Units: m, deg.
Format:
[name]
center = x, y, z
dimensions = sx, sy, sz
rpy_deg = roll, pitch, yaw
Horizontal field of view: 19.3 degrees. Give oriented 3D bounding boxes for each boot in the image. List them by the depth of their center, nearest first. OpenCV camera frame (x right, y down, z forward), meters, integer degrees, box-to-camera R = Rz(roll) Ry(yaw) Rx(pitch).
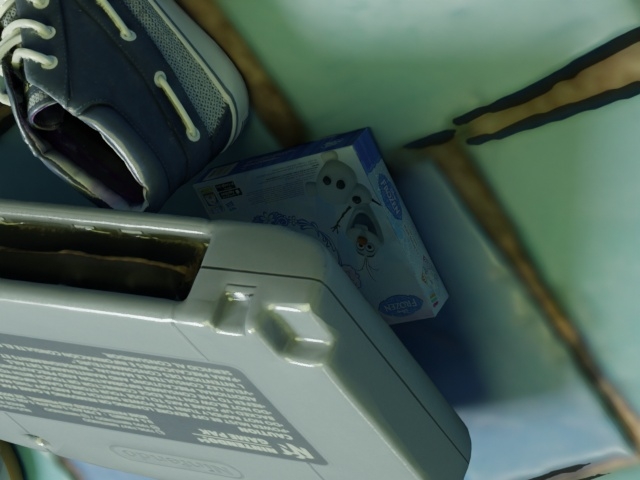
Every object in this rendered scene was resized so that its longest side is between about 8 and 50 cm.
[boot]
center = -0.117, -0.095, 0.804
dimensions = 0.190, 0.086, 0.069
rpy_deg = 43, 132, -4

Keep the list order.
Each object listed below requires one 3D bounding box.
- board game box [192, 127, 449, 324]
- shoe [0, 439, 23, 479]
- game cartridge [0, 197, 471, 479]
[board game box]
center = 0.000, 0.000, 0.849
dimensions = 0.090, 0.020, 0.090
rpy_deg = -12, 114, 34
[shoe]
center = -0.218, 0.097, 1.013
dimensions = 0.076, 0.058, 0.219
rpy_deg = 3, 123, 28
[game cartridge]
center = -0.088, 0.052, 0.858
dimensions = 0.297, 0.062, 0.198
rpy_deg = 6, 156, 30
